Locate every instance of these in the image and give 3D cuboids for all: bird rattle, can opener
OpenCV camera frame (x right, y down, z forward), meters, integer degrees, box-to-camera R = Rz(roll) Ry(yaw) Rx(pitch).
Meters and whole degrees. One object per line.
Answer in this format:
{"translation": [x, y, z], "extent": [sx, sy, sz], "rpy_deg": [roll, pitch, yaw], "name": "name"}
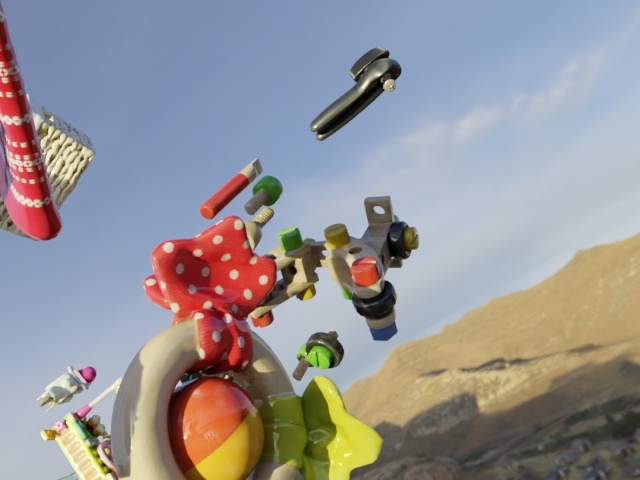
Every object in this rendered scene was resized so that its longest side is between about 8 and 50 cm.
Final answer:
{"translation": [-0.067, 0.120, 0.434], "extent": [0.143, 0.253, 0.207], "rpy_deg": [-16, 18, 29], "name": "bird rattle"}
{"translation": [0.058, -0.234, 0.930], "extent": [0.186, 0.073, 0.059], "rpy_deg": [-47, -44, 3], "name": "can opener"}

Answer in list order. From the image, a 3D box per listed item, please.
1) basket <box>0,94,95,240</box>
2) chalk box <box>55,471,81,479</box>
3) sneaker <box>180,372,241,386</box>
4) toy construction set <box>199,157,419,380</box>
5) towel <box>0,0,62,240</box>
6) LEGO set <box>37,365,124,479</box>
{"translation": [-0.397, -0.097, 0.774], "extent": [0.103, 0.113, 0.167], "rpy_deg": [31, -84, -35], "name": "basket"}
{"translation": [-0.416, 0.508, 0.954], "extent": [0.179, 0.180, 0.289], "rpy_deg": [-15, 2, -35], "name": "chalk box"}
{"translation": [-0.129, 0.209, 0.863], "extent": [0.087, 0.227, 0.130], "rpy_deg": [-56, 11, 0], "name": "sneaker"}
{"translation": [0.000, 0.000, 0.835], "extent": [0.257, 0.309, 0.237], "rpy_deg": [-27, 18, 42], "name": "toy construction set"}
{"translation": [-0.237, -0.152, 0.369], "extent": [0.031, 0.199, 0.275], "rpy_deg": [-23, -44, -30], "name": "towel"}
{"translation": [-0.198, 0.255, 0.652], "extent": [0.107, 0.287, 0.132], "rpy_deg": [-40, 5, -8], "name": "LEGO set"}
